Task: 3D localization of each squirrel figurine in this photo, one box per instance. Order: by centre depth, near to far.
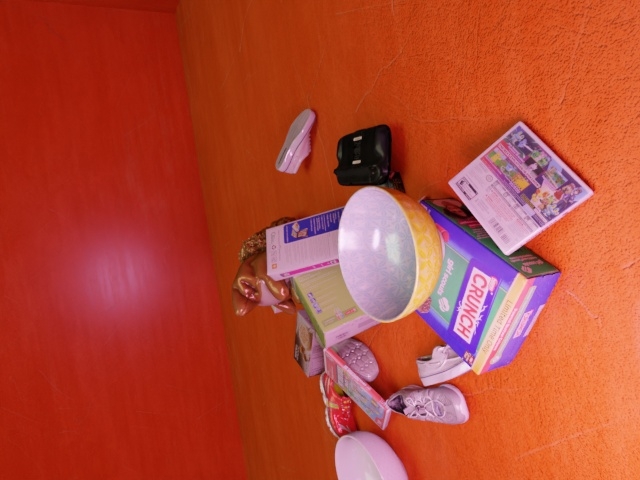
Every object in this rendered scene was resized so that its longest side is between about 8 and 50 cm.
[{"bbox_3d":[-0.158,0.058,1.698,0.370,0.281,0.396,-49,44,33],"label":"squirrel figurine"}]

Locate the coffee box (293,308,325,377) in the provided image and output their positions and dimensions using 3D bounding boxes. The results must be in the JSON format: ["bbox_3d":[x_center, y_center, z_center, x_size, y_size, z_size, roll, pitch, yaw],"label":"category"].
[{"bbox_3d":[-0.031,0.414,1.788,0.141,0.098,0.246,43,135,49],"label":"coffee box"}]

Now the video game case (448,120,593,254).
[{"bbox_3d":[0.378,-0.103,0.852,0.183,0.023,0.201,-43,56,24],"label":"video game case"}]

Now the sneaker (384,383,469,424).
[{"bbox_3d":[0.286,0.458,1.191,0.281,0.115,0.105,-36,67,60],"label":"sneaker"}]

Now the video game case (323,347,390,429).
[{"bbox_3d":[0.118,0.496,1.466,0.285,0.025,0.204,39,153,28],"label":"video game case"}]

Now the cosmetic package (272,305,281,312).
[{"bbox_3d":[-0.194,0.228,2.074,0.099,0.061,0.239,58,145,40],"label":"cosmetic package"}]

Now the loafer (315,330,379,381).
[{"bbox_3d":[0.097,0.408,1.556,0.319,0.112,0.111,31,144,53],"label":"loafer"}]

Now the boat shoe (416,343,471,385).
[{"bbox_3d":[0.318,0.304,1.105,0.084,0.095,0.258,65,148,18],"label":"boat shoe"}]

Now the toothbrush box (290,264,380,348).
[{"bbox_3d":[0.044,0.175,1.433,0.283,0.206,0.122,58,164,34],"label":"toothbrush box"}]

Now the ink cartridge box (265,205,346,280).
[{"bbox_3d":[0.000,0.000,1.400,0.069,0.371,0.175,47,-148,-53],"label":"ink cartridge box"}]

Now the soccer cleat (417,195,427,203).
[{"bbox_3d":[0.258,-0.093,1.162,0.035,0.029,0.083,58,150,29],"label":"soccer cleat"}]

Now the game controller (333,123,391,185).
[{"bbox_3d":[0.123,-0.248,1.307,0.319,0.067,0.166,-163,83,-68],"label":"game controller"}]

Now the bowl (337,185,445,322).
[{"bbox_3d":[0.175,0.023,0.959,0.289,0.156,0.289,19,112,59],"label":"bowl"}]

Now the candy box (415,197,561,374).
[{"bbox_3d":[0.327,0.092,0.990,0.317,0.122,0.268,47,136,44],"label":"candy box"}]

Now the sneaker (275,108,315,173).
[{"bbox_3d":[-0.078,-0.368,1.645,0.258,0.091,0.094,-58,40,24],"label":"sneaker"}]

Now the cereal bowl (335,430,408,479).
[{"bbox_3d":[0.192,0.797,1.449,0.339,0.141,0.338,30,125,56],"label":"cereal bowl"}]

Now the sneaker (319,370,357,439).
[{"bbox_3d":[0.077,0.623,1.656,0.118,0.107,0.278,-38,67,49],"label":"sneaker"}]

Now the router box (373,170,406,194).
[{"bbox_3d":[0.200,-0.125,1.247,0.092,0.038,0.122,-29,73,61],"label":"router box"}]
